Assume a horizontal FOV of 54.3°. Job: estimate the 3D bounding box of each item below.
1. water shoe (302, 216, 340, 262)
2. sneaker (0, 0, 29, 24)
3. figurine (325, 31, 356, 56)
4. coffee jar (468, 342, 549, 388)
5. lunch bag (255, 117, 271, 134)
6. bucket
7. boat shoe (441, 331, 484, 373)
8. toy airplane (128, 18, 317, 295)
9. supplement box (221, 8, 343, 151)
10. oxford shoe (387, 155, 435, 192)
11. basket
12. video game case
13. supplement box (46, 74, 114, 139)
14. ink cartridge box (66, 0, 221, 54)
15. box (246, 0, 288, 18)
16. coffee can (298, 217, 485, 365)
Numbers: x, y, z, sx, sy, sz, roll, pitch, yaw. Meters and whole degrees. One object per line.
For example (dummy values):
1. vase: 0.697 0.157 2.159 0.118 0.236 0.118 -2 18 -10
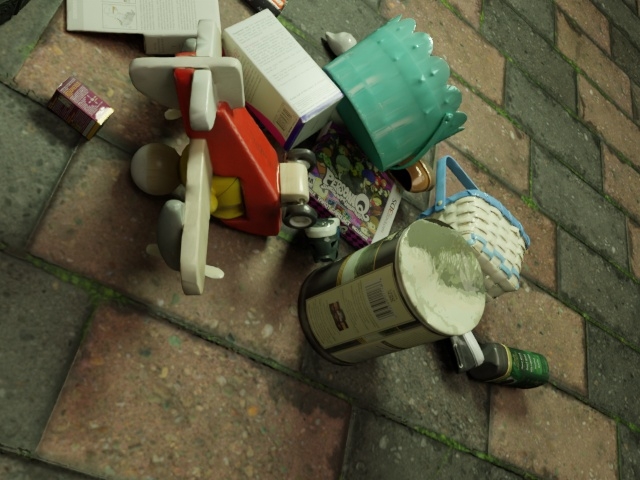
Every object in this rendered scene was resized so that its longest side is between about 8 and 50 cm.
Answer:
1. water shoe: 0.000 0.000 1.156 0.203 0.073 0.080 -47 132 -84
2. sneaker: -0.584 -0.387 0.831 0.257 0.169 0.447 49 51 -14
3. figurine: 0.119 -0.403 1.469 0.215 0.092 0.209 -4 66 -39
4. coffee jar: 0.417 0.280 1.393 0.185 0.096 0.079 17 58 -33
5. lunch bag: -0.090 -0.262 1.241 0.065 0.067 0.098 22 59 -30
6. bucket: 0.139 -0.281 1.236 0.183 0.281 0.281 -31 92 1
7. boat shoe: 0.259 0.180 1.332 0.076 0.080 0.228 -29 90 -15
8. toy airplane: -0.188 -0.142 0.973 0.386 0.273 0.384 -51 128 -68
9. supplement box: -0.081 -0.295 1.154 0.114 0.111 0.220 -40 87 -29
10. oxford shoe: 0.167 -0.190 1.385 0.076 0.076 0.212 -16 58 -32
11. basket: 0.332 -0.025 1.386 0.255 0.201 0.288 41 46 -24
12. video game case: 0.064 -0.107 1.315 0.232 0.042 0.210 40 49 -19
13. supplement box: -0.382 -0.211 0.994 0.083 0.055 0.043 41 49 -19
14. ink cartridge box: -0.327 -0.486 1.153 0.261 0.066 0.296 -3 71 -13
15. box: -0.156 -0.605 1.354 0.233 0.044 0.159 37 52 -20
16. coffee can: 0.121 0.100 1.112 0.202 0.275 0.201 17 62 -33
